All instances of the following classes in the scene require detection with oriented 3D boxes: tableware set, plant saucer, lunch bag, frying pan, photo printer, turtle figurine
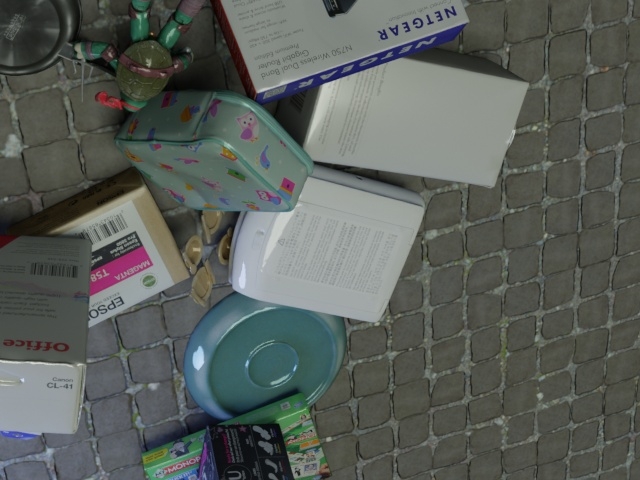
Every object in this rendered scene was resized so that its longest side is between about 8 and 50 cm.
[{"bbox_3d":[-0.185,0.017,1.725,0.141,0.020,0.168,71,36,-46],"label":"tableware set"},{"bbox_3d":[-0.093,0.222,1.914,0.318,0.043,0.317,-9,120,-17],"label":"plant saucer"},{"bbox_3d":[-0.160,-0.129,1.567,0.224,0.279,0.108,40,66,-41],"label":"lunch bag"},{"bbox_3d":[-0.406,-0.277,1.514,0.197,0.053,0.326,-32,129,8],"label":"frying pan"},{"bbox_3d":[0.000,0.000,1.790,0.307,0.107,0.256,12,108,-27],"label":"photo printer"},{"bbox_3d":[-0.250,-0.269,1.485,0.175,0.118,0.234,3,131,-35],"label":"turtle figurine"}]

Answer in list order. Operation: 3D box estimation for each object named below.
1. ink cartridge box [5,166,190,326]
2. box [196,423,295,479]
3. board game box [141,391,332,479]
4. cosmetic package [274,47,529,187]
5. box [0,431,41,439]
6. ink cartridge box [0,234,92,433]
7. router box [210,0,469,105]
[{"bbox_3d":[-0.355,0.021,1.673,0.235,0.088,0.193,-27,122,-7],"label":"ink cartridge box"},{"bbox_3d":[-0.147,0.470,1.863,0.142,0.163,0.247,2,125,-18],"label":"box"},{"bbox_3d":[-0.152,0.425,1.963,0.317,0.046,0.213,-20,129,-5],"label":"board game box"},{"bbox_3d":[0.131,-0.219,1.700,0.366,0.155,0.197,7,112,-26],"label":"cosmetic package"},{"bbox_3d":[-0.504,0.281,1.788,0.081,0.028,0.136,17,111,-29],"label":"box"},{"bbox_3d":[-0.442,0.121,1.461,0.226,0.306,0.131,5,122,-12],"label":"ink cartridge box"},{"bbox_3d":[0.005,-0.390,1.506,0.335,0.082,0.301,-21,85,-11],"label":"router box"}]
